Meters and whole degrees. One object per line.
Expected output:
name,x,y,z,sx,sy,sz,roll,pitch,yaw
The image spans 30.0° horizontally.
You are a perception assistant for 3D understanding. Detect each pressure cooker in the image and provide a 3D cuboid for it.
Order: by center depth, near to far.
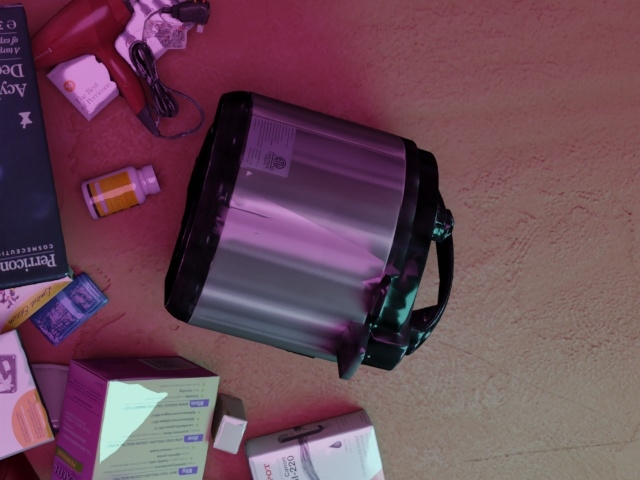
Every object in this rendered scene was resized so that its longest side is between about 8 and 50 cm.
pressure cooker,0.002,-0.002,1.798,0.420,0.375,0.370,15,94,-10

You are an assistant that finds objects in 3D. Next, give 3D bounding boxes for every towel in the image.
towel,-0.407,0.111,1.931,0.119,0.029,0.067,-40,103,0

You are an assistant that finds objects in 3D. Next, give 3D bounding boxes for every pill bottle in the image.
pill bottle,-0.315,-0.081,1.895,0.116,0.065,0.065,-20,102,-4

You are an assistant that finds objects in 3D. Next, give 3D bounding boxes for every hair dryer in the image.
hair dryer,-0.310,-0.271,1.795,0.293,0.080,0.224,6,100,-10

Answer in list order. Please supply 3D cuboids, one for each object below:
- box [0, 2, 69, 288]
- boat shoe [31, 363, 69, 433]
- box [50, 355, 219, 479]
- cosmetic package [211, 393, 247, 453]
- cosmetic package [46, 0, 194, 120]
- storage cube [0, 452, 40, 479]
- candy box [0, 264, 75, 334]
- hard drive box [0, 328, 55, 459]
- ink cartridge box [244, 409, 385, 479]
box,-0.553,-0.112,1.690,0.293,0.212,0.396,-10,91,-28
boat shoe,-0.495,0.275,1.930,0.319,0.116,0.099,-2,143,-15
box,-0.295,0.315,1.890,0.213,0.117,0.243,3,100,-43
cosmetic package,-0.152,0.299,1.956,0.041,0.115,0.060,18,96,-11
cosmetic package,-0.306,-0.302,1.863,0.239,0.060,0.099,-43,102,0
storage cube,-0.523,0.467,1.891,0.183,0.193,0.215,-29,103,-3
candy box,-0.523,0.021,1.879,0.159,0.071,0.233,-40,103,-1
hard drive box,-0.541,0.256,1.807,0.232,0.089,0.181,-20,90,-12
ink cartridge box,-0.006,0.393,2.006,0.217,0.092,0.159,-14,101,-4
